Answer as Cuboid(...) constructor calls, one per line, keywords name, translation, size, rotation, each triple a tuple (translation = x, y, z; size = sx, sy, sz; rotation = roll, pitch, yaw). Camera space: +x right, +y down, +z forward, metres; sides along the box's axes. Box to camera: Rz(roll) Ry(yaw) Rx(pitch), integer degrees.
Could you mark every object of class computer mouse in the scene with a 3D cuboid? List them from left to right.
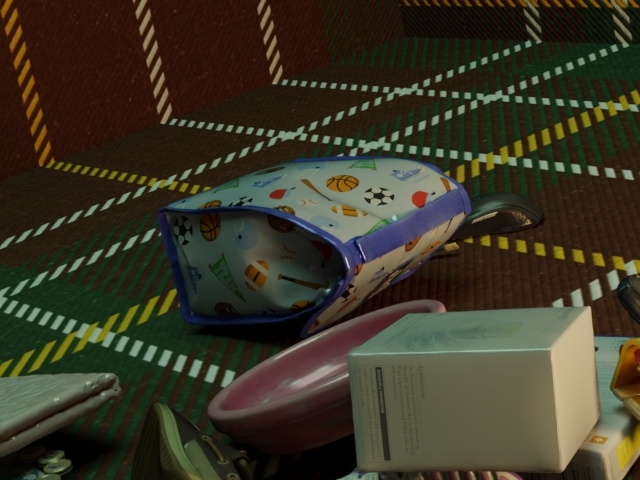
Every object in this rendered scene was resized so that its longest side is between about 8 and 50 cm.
Cuboid(name="computer mouse", translation=(0.249, -0.033, 2.620), size=(0.262, 0.060, 0.184), rotation=(-8, 17, 12))

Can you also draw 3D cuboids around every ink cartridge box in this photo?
Cuboid(name="ink cartridge box", translation=(0.265, 0.203, 1.877), size=(0.303, 0.072, 0.307), rotation=(0, 18, 33))

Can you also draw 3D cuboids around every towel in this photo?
Cuboid(name="towel", translation=(-0.479, 0.256, 2.057), size=(0.332, 0.053, 0.317), rotation=(-6, 15, 46))

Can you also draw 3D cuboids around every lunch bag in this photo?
Cuboid(name="lunch bag", translation=(0.000, 0.000, 2.393), size=(0.385, 0.239, 0.328), rotation=(-5, 15, 42))

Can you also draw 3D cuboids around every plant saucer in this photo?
Cuboid(name="plant saucer", translation=(0.020, 0.181, 1.954), size=(0.332, 0.084, 0.332), rotation=(-24, 6, 3))

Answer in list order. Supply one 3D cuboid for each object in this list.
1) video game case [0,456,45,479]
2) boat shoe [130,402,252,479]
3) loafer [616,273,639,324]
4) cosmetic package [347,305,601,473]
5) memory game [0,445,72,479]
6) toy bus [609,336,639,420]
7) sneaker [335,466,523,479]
Cuboid(name="video game case", translation=(-0.492, 0.344, 1.947), size=(0.275, 0.035, 0.248), rotation=(-21, 20, -29))
Cuboid(name="boat shoe", translation=(-0.140, 0.291, 1.806), size=(0.123, 0.123, 0.342), rotation=(15, 7, -20))
Cuboid(name="loafer", translation=(0.469, 0.100, 1.871), size=(0.223, 0.078, 0.076), rotation=(32, 35, 6))
Cuboid(name="cosmetic package", translation=(0.174, 0.159, 1.672), size=(0.224, 0.138, 0.224), rotation=(-2, 8, 20))
Cuboid(name="memory game", translation=(-0.407, 0.304, 1.937), size=(0.186, 0.012, 0.186), rotation=(-10, 18, 3))
Cuboid(name="toy bus", translation=(0.436, 0.150, 1.745), size=(0.191, 0.104, 0.202), rotation=(17, 31, 10))
Cuboid(name="sneaker", translation=(0.117, 0.278, 1.699), size=(0.236, 0.095, 0.104), rotation=(-6, 11, 19))
